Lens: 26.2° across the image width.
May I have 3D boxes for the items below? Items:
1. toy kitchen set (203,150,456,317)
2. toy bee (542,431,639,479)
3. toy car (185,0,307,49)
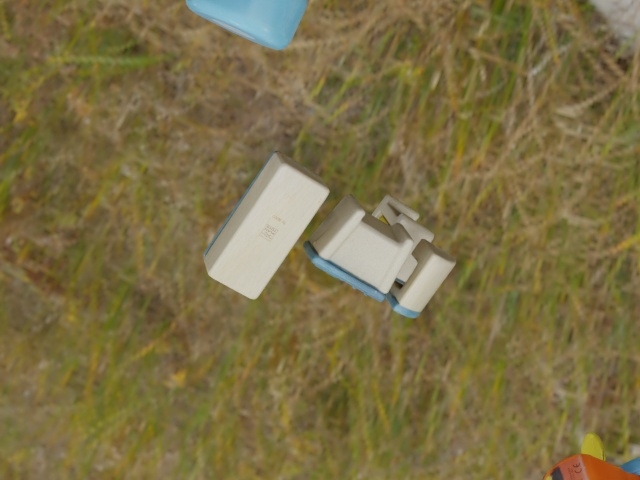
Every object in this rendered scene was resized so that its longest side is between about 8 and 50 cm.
[{"bbox_3d":[0.000,0.000,1.291,0.207,0.166,0.122,31,102,-22],"label":"toy kitchen set"},{"bbox_3d":[0.320,0.306,1.393,0.298,0.195,0.162,31,128,-16],"label":"toy bee"},{"bbox_3d":[-0.034,-0.246,0.933,0.210,0.219,0.238,26,-177,14],"label":"toy car"}]
